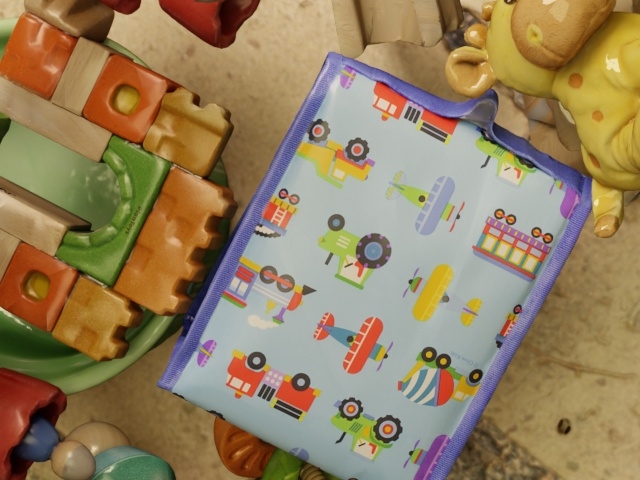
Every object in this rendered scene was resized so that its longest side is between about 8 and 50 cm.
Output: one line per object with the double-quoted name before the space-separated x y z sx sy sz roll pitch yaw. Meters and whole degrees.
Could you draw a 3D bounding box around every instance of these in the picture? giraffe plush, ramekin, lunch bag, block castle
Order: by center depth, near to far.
"giraffe plush" 0.190 -0.127 1.093 0.170 0.181 0.210 40 142 5
"block castle" -0.198 -0.031 1.109 0.213 0.303 0.453 27 96 10
"lunch bag" 0.049 0.016 1.188 0.221 0.138 0.293 27 109 -6
"ramekin" -0.220 -0.024 1.345 0.304 0.148 0.303 0 90 13

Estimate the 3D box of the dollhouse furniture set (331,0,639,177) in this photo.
"dollhouse furniture set" 0.199 -0.249 1.255 0.362 0.256 0.394 -8 109 13

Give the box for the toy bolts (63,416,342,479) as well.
"toy bolts" -0.101 0.210 1.316 0.158 0.229 0.218 46 133 42
